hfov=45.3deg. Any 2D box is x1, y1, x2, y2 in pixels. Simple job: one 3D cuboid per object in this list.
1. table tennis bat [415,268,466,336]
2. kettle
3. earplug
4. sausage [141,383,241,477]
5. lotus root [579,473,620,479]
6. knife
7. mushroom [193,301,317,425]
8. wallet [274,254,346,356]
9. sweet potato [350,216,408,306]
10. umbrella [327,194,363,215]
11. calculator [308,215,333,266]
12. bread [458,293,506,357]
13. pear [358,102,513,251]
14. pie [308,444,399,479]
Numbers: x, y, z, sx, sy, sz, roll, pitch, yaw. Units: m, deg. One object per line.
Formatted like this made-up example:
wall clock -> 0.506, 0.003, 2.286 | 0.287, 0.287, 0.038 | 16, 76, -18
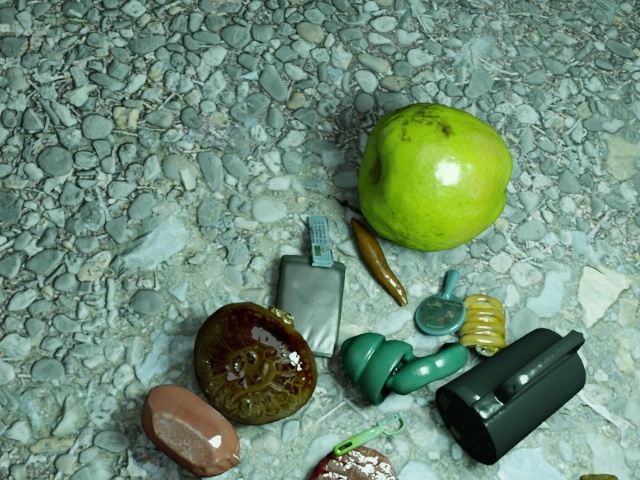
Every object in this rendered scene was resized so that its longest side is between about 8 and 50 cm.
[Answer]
table tennis bat -> 0.311, 0.156, 1.924 | 0.124, 0.033, 0.201 | 5, 52, 26
kettle -> 0.440, 0.325, 1.759 | 0.308, 0.262, 0.203 | -30, 38, -19
earplug -> 0.189, 0.277, 1.796 | 0.280, 0.164, 0.257 | 24, 57, 13
sausage -> -0.282, 0.416, 1.661 | 0.254, 0.148, 0.148 | 30, 64, 6
lotus root -> 0.642, 0.661, 1.691 | 0.193, 0.193, 0.291 | 2, 66, -9
knife -> 0.116, 0.449, 1.744 | 0.212, 0.015, 0.054 | -14, 59, -36
mushroom -> -0.145, 0.269, 1.720 | 0.297, 0.163, 0.278 | 31, 75, 7
wallet -> -0.031, 0.159, 1.872 | 0.168, 0.052, 0.245 | 10, 69, -5
sweet potato -> 0.143, 0.054, 1.946 | 0.057, 0.057, 0.265 | -23, 76, -19
umbrella -> 0.087, -0.086, 2.019 | 0.148, 0.022, 0.022 | 27, 40, -5
calculator -> 0.000, 0.000, 1.931 | 0.057, 0.018, 0.172 | 3, 45, -8
bread -> 0.402, 0.212, 1.905 | 0.119, 0.084, 0.177 | 9, 61, -7
pear -> 0.288, -0.154, 1.905 | 0.390, 0.391, 0.391 | 4, 65, -8
pie -> 0.072, 0.563, 1.704 | 0.204, 0.054, 0.219 | 35, 67, 6
